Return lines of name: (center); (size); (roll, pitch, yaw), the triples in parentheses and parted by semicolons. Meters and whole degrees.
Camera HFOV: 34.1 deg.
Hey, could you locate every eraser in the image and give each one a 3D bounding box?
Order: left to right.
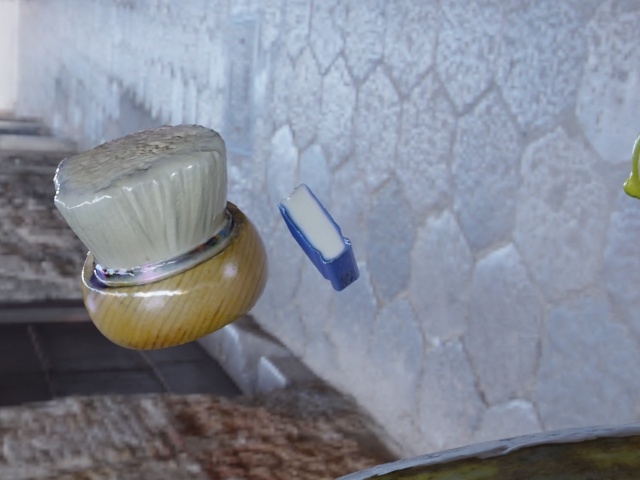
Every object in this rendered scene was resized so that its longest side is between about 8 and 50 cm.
eraser: (0.000, 0.000, 0.787); (0.063, 0.027, 0.084); (53, 175, 17)

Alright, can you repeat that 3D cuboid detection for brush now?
brush: (-0.158, -0.023, 0.989); (0.266, 0.174, 0.166); (-130, 20, -67)

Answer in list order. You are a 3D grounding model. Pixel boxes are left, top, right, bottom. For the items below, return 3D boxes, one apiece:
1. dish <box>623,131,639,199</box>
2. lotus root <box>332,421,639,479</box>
dish: (0.317, -0.059, 0.843); (0.208, 0.080, 0.148); (-19, 86, 48)
lotus root: (0.127, 0.181, 0.496); (0.196, 0.398, 0.179); (11, -110, -84)
